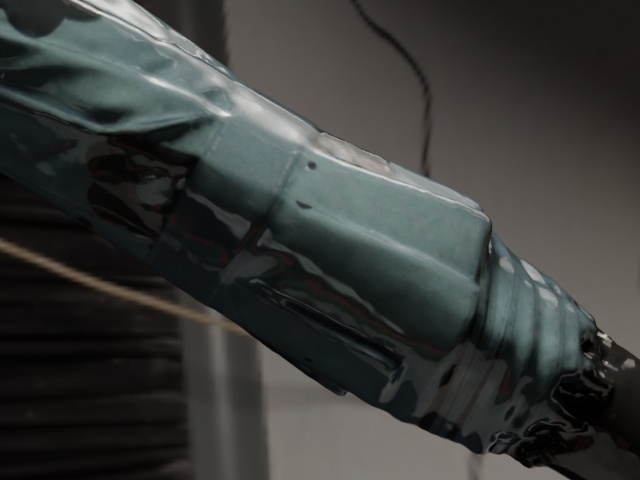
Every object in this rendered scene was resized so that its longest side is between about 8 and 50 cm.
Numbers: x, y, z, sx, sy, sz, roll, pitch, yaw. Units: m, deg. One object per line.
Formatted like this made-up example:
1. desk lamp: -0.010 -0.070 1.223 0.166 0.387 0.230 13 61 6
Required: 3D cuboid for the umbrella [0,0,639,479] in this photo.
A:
1. umbrella: 0.001 -0.001 0.381 0.052 0.250 0.053 -62 7 -26
